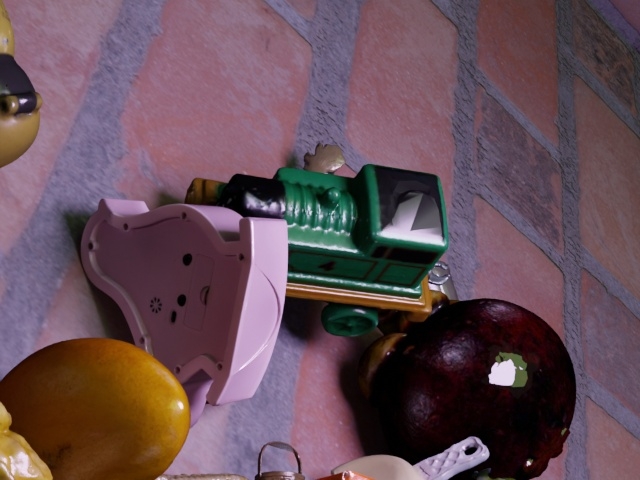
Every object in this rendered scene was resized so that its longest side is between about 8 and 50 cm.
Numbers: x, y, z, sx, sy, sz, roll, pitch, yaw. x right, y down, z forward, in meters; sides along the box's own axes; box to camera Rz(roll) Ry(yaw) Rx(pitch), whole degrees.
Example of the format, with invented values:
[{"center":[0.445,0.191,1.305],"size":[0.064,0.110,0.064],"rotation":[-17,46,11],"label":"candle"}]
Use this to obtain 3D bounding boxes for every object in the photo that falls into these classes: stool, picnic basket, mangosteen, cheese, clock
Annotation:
[{"center":[0.177,0.091,2.095],"size":[0.096,0.096,0.110],"rotation":[-5,72,-54],"label":"stool"},{"center":[-0.053,0.300,1.655],"size":[0.072,0.072,0.083],"rotation":[23,58,-41],"label":"picnic basket"},{"center":[0.202,0.206,1.881],"size":[0.347,0.307,0.307],"rotation":[40,25,28],"label":"mangosteen"},{"center":[0.103,0.334,1.668],"size":[0.163,0.248,0.071],"rotation":[-88,159,-63],"label":"cheese"},{"center":[-0.178,0.093,1.572],"size":[0.080,0.275,0.290],"rotation":[0,101,-54],"label":"clock"}]

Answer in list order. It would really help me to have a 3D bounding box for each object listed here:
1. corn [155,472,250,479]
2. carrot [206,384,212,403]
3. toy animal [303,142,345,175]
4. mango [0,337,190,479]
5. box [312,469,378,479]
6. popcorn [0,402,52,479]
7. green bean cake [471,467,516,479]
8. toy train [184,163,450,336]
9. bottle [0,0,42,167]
[{"center":[-0.163,0.312,1.502],"size":[0.210,0.087,0.087],"rotation":[12,55,-40],"label":"corn"},{"center":[-0.153,0.111,1.646],"size":[0.072,0.072,0.205],"rotation":[-26,95,-56],"label":"carrot"},{"center":[0.022,-0.027,2.004],"size":[0.214,0.093,0.186],"rotation":[52,38,-23],"label":"toy animal"},{"center":[-0.238,0.186,1.336],"size":[0.138,0.257,0.187],"rotation":[16,53,-46],"label":"mango"},{"center":[-0.022,0.443,1.311],"size":[0.256,0.348,0.319],"rotation":[25,54,-41],"label":"box"},{"center":[-0.348,0.246,1.180],"size":[0.250,0.250,0.190],"rotation":[40,44,-26],"label":"popcorn"},{"center":[0.204,0.456,1.702],"size":[0.247,0.250,0.156],"rotation":[51,35,-12],"label":"green bean cake"},{"center":[0.000,0.000,1.746],"size":[0.429,0.249,0.178],"rotation":[8,58,-20],"label":"toy train"},{"center":[-0.446,-0.242,1.487],"size":[0.171,0.171,0.351],"rotation":[-19,82,-56],"label":"bottle"}]
